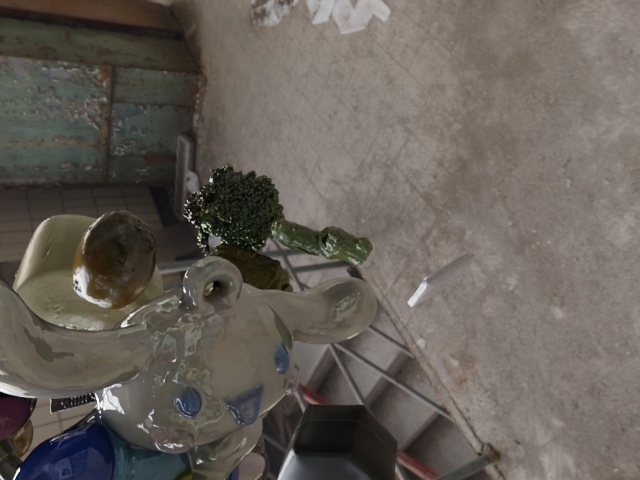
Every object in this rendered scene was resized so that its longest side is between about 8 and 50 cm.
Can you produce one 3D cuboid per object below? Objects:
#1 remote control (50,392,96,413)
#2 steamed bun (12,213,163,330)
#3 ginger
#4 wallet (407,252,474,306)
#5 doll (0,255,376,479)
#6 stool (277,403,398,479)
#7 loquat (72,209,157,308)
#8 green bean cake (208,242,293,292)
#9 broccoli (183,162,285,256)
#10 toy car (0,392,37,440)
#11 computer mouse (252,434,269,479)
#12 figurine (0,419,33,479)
[{"bbox_3d":[-0.592,0.389,1.260,0.245,0.025,0.063,-16,74,12],"label":"remote control"},{"bbox_3d":[-0.639,0.149,1.449,0.456,0.289,0.371,56,-169,-38],"label":"steamed bun"},{"bbox_3d":[0.005,0.000,1.371,0.289,0.137,0.089,13,80,14],"label":"ginger"},{"bbox_3d":[0.297,0.094,1.203,0.032,0.182,0.124,49,147,23],"label":"wallet"},{"bbox_3d":[-0.130,0.185,0.459,0.187,0.375,0.366,48,123,57],"label":"doll"},{"bbox_3d":[0.036,0.442,0.973,0.141,0.231,0.232,-67,-7,-60],"label":"stool"},{"bbox_3d":[-0.467,0.042,1.114,0.179,0.179,0.228,26,99,53],"label":"loquat"},{"bbox_3d":[-0.268,0.189,1.536,0.309,0.285,0.202,23,141,25],"label":"green bean cake"},{"bbox_3d":[-0.302,-0.091,1.709,0.272,0.334,0.324,-11,56,58],"label":"broccoli"},{"bbox_3d":[-0.435,0.082,0.440,0.271,0.240,0.341,34,135,34],"label":"toy car"},{"bbox_3d":[-0.276,0.690,1.341,0.114,0.199,0.390,1,62,52],"label":"computer mouse"},{"bbox_3d":[-0.715,0.372,1.020,0.343,0.166,0.285,57,167,43],"label":"figurine"}]
